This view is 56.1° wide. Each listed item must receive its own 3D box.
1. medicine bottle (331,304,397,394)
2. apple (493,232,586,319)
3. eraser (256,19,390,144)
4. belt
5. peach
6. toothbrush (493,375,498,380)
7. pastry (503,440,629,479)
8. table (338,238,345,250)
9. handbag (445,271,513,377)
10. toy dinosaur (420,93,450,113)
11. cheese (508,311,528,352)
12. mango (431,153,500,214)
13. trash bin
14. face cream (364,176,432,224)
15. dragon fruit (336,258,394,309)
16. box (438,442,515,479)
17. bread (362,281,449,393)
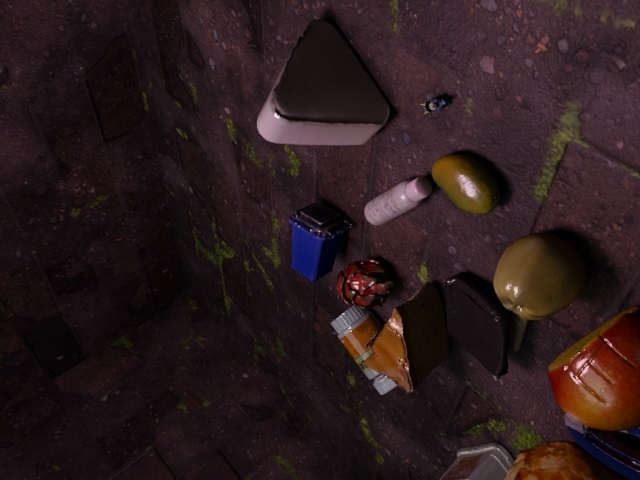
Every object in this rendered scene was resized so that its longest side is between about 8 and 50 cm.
[{"bbox_3d":[0.183,0.382,2.171,0.318,0.158,0.158,54,153,8],"label":"medicine bottle"},{"bbox_3d":[0.486,0.081,1.341,0.200,0.200,0.200,39,148,31],"label":"apple"},{"bbox_3d":[-0.024,-0.368,1.557,0.331,0.331,0.150,57,153,1],"label":"eraser"},{"bbox_3d":[0.745,0.454,1.374,0.347,0.117,0.213,22,138,47],"label":"belt"},{"bbox_3d":[0.630,0.261,1.253,0.245,0.249,0.275,26,127,3],"label":"peach"},{"bbox_3d":[0.495,0.347,1.782,0.017,0.014,0.162,-17,105,47],"label":"toothbrush"},{"bbox_3d":[0.652,0.684,1.518,0.388,0.388,0.313,39,122,32],"label":"pastry"},{"bbox_3d":[0.000,0.000,2.174,0.146,0.062,0.175,54,155,6],"label":"table"},{"bbox_3d":[0.438,0.224,1.641,0.223,0.080,0.247,43,151,48],"label":"handbag"},{"bbox_3d":[0.271,-0.319,1.408,0.083,0.047,0.031,-1,116,60],"label":"toy dinosaur"},{"bbox_3d":[0.513,0.219,1.583,0.065,0.043,0.194,37,147,33],"label":"cheese"},{"bbox_3d":[0.344,-0.139,1.436,0.191,0.085,0.122,44,153,23],"label":"mango"},{"bbox_3d":[-0.007,0.011,2.034,0.184,0.162,0.235,32,129,30],"label":"trash bin"},{"bbox_3d":[0.217,-0.111,1.679,0.082,0.082,0.269,58,153,-2],"label":"face cream"},{"bbox_3d":[0.147,0.144,1.968,0.188,0.182,0.182,5,134,9],"label":"dragon fruit"},{"bbox_3d":[0.532,0.822,2.039,0.175,0.182,0.312,52,152,9],"label":"box"},{"bbox_3d":[0.242,0.275,1.876,0.279,0.248,0.315,10,123,53],"label":"bread"}]
